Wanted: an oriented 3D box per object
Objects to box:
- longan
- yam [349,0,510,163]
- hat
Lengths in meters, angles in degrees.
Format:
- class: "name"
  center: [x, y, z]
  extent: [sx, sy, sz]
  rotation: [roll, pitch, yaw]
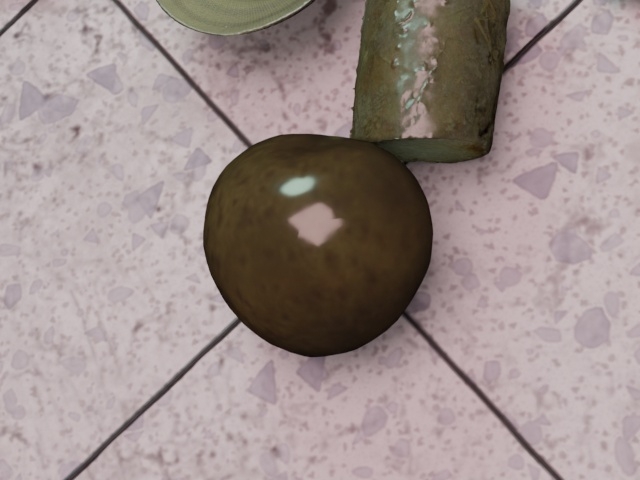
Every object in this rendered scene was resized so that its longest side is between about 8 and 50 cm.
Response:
- class: "longan"
  center: [0.000, 0.000, 1.489]
  extent: [0.246, 0.215, 0.246]
  rotation: [3, 104, 14]
- class: "yam"
  center: [0.120, -0.209, 1.547]
  extent: [0.161, 0.161, 0.268]
  rotation: [4, 75, 18]
- class: "hat"
  center: [-0.066, -0.313, 1.659]
  extent: [0.252, 0.110, 0.252]
  rotation: [-8, 64, 16]
